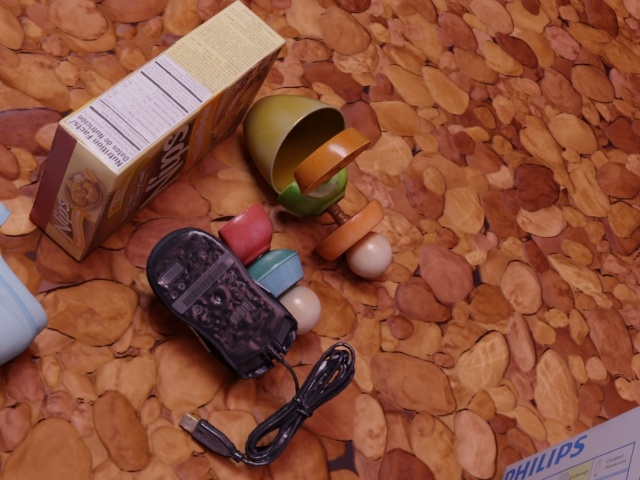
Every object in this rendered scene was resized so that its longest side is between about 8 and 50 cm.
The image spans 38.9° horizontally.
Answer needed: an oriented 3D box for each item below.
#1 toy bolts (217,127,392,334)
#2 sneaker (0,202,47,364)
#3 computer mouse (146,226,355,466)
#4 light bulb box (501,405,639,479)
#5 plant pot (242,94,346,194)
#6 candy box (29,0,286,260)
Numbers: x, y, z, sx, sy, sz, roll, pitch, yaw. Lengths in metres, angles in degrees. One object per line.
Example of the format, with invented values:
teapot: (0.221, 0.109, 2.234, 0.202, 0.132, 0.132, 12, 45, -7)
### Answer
toy bolts: (0.000, 0.000, 1.082, 0.228, 0.218, 0.158, -37, 88, -21)
sneaker: (-0.406, -0.027, 0.919, 0.150, 0.135, 0.366, -26, 83, -46)
computer mouse: (-0.108, 0.123, 1.007, 0.262, 0.060, 0.184, 39, 80, 0)
light bulb box: (0.314, 0.380, 0.888, 0.225, 0.358, 0.361, 37, 51, -5)
plant pot: (-0.046, -0.139, 1.190, 0.134, 0.134, 0.095, -27, 53, -38)
candy box: (-0.186, -0.134, 1.060, 0.087, 0.183, 0.316, 40, 50, 1)
